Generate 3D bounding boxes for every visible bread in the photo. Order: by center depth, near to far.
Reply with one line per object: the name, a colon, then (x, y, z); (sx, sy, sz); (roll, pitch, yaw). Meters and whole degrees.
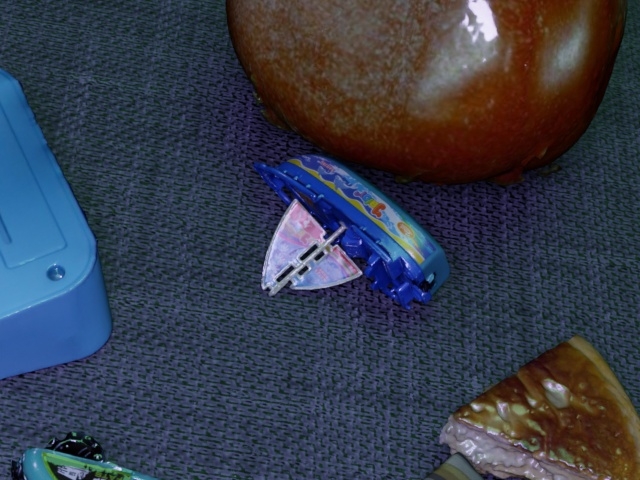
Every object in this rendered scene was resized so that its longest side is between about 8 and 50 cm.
bread: (0.166, 0.119, 1.238); (0.154, 0.054, 0.136); (22, 47, -1)

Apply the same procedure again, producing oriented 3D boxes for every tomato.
tomato: (0.089, -0.185, 1.351); (0.304, 0.239, 0.303); (10, 25, -5)

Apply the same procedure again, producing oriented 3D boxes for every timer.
timer: (-0.293, 0.009, 1.233); (0.250, 0.091, 0.232); (-19, 54, -15)

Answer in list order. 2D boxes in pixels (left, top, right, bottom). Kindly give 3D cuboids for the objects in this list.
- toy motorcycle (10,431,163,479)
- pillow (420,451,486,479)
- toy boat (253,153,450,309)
toy motorcycle: (-0.123, 0.180, 1.106); (0.173, 0.058, 0.100); (14, 52, 1)
pillow: (0.084, 0.249, 1.092); (0.212, 0.052, 0.208); (-29, 63, -33)
toy boat: (0.000, 0.000, 1.302); (0.110, 0.091, 0.175); (-43, 61, -10)
